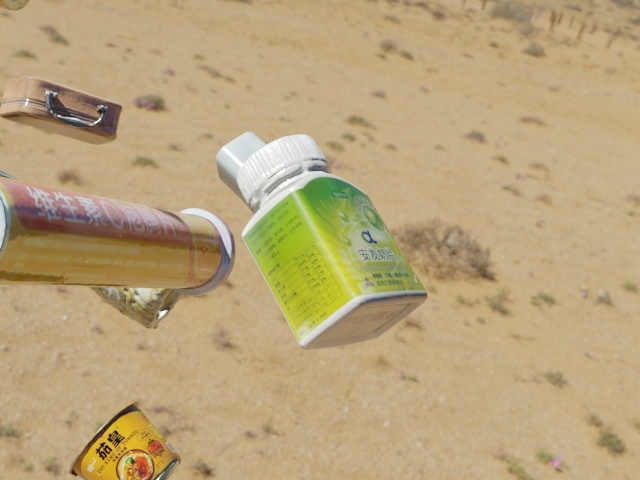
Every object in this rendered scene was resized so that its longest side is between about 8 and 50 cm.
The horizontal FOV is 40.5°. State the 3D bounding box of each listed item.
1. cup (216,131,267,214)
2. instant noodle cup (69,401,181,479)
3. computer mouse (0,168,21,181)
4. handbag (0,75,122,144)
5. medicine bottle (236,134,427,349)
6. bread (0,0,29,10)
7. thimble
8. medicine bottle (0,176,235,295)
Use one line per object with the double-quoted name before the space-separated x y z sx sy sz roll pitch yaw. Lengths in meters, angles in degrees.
"cup" -0.103 -0.100 1.491 0.095 0.128 0.129 -36 62 -21
"instant noodle cup" -0.430 0.498 1.955 0.172 0.216 0.216 41 24 8
"computer mouse" -0.648 -0.071 1.825 0.231 0.126 0.071 46 11 -21
"handbag" -0.451 -0.227 1.529 0.193 0.072 0.151 17 -9 -37
"medicine bottle" 0.000 0.000 0.814 0.132 0.088 0.189 -1 55 -54
"bread" -0.376 -0.304 1.042 0.049 0.062 0.103 -39 40 -25
"thimble" -0.293 0.052 1.396 0.143 0.190 0.137 35 39 3
"medicine bottle" -0.218 0.005 0.877 0.108 0.108 0.426 23 4 17
